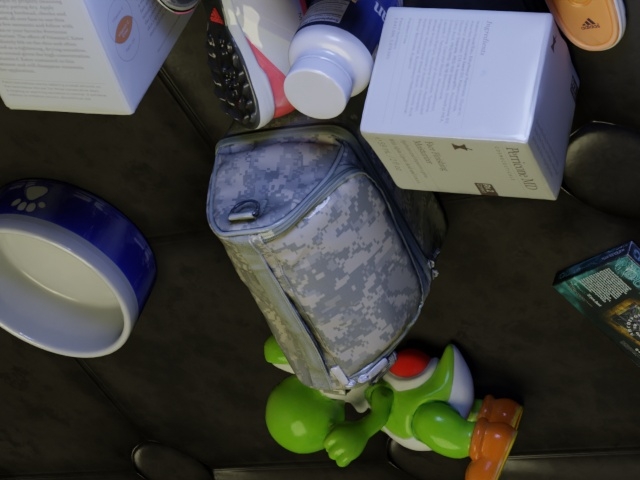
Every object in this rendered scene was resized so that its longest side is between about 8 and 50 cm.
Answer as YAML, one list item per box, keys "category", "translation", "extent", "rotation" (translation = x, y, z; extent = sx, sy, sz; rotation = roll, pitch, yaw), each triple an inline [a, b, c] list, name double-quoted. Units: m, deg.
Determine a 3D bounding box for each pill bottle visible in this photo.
- category: "pill bottle"
  translation: [0.021, -0.211, 1.782]
  extent: [0.094, 0.169, 0.094]
  rotation: [15, 141, 12]

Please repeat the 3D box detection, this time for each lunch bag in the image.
- category: "lunch bag"
  translation: [0.000, 0.000, 1.970]
  extent: [0.213, 0.256, 0.305]
  rotation: [-2, 135, 30]

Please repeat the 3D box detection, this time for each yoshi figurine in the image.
- category: "yoshi figurine"
  translation: [0.078, 0.245, 2.273]
  extent: [0.362, 0.203, 0.203]
  rotation: [22, 149, 7]

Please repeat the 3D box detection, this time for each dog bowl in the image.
- category: "dog bowl"
  translation: [-0.367, 0.041, 2.334]
  extent: [0.265, 0.104, 0.265]
  rotation: [15, 141, 13]

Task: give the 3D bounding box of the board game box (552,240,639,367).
- category: "board game box"
  translation: [0.392, 0.085, 2.048]
  extent: [0.186, 0.026, 0.126]
  rotation: [41, 139, -20]

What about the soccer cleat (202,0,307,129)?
- category: "soccer cleat"
  translation: [-0.075, -0.282, 1.826]
  extent: [0.109, 0.116, 0.318]
  rotation: [26, 136, 49]

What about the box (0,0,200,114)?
- category: "box"
  translation: [-0.280, -0.331, 1.764]
  extent: [0.168, 0.215, 0.345]
  rotation: [5, 138, 24]

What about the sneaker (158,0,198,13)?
- category: "sneaker"
  translation: [-0.154, -0.316, 1.730]
  extent: [0.075, 0.063, 0.170]
  rotation: [-150, 49, -63]

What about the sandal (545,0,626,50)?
- category: "sandal"
  translation: [0.237, -0.277, 1.667]
  extent: [0.102, 0.076, 0.265]
  rotation: [-7, 132, 34]

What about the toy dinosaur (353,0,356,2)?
- category: "toy dinosaur"
  translation: [-0.092, -0.340, 1.636]
  extent: [0.322, 0.218, 0.164]
  rotation: [21, 108, 6]

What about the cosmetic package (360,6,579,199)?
- category: "cosmetic package"
  translation: [0.162, -0.145, 1.770]
  extent: [0.184, 0.151, 0.151]
  rotation: [6, 160, 23]
